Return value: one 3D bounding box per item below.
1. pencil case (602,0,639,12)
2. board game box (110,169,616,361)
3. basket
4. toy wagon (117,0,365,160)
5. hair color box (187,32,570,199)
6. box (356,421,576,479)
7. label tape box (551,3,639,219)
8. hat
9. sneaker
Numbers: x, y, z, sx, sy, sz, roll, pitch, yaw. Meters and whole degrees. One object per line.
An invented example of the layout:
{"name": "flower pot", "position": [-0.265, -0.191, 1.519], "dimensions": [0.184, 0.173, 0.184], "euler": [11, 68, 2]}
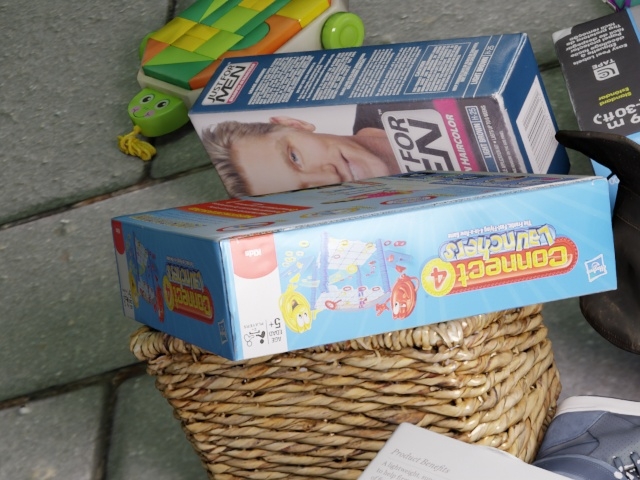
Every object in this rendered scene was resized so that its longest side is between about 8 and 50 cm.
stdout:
{"name": "pencil case", "position": [0.350, -0.239, 1.719], "dimensions": [0.070, 0.064, 0.152], "euler": [-16, 36, 7]}
{"name": "board game box", "position": [0.021, 0.008, 1.248], "dimensions": [0.302, 0.086, 0.308], "euler": [-10, 7, -20]}
{"name": "basket", "position": [0.034, 0.088, 1.336], "dimensions": [0.299, 0.223, 0.213], "euler": [-4, 39, 27]}
{"name": "toy wagon", "position": [-0.119, -0.227, 1.974], "dimensions": [0.344, 0.068, 0.267], "euler": [-41, 38, -23]}
{"name": "hair color box", "position": [0.058, -0.101, 1.612], "dimensions": [0.347, 0.174, 0.105], "euler": [-1, 42, 30]}
{"name": "box", "position": [0.119, 0.245, 1.113], "dimensions": [0.181, 0.182, 0.119], "euler": [14, 51, 42]}
{"name": "label tape box", "position": [0.370, -0.115, 1.508], "dimensions": [0.240, 0.106, 0.334], "euler": [-18, 35, 10]}
{"name": "hat", "position": [0.283, 0.037, 1.247], "dimensions": [0.134, 0.331, 0.331], "euler": [-56, 37, 4]}
{"name": "sneaker", "position": [0.249, 0.186, 1.184], "dimensions": [0.226, 0.086, 0.163], "euler": [-8, 26, 38]}
